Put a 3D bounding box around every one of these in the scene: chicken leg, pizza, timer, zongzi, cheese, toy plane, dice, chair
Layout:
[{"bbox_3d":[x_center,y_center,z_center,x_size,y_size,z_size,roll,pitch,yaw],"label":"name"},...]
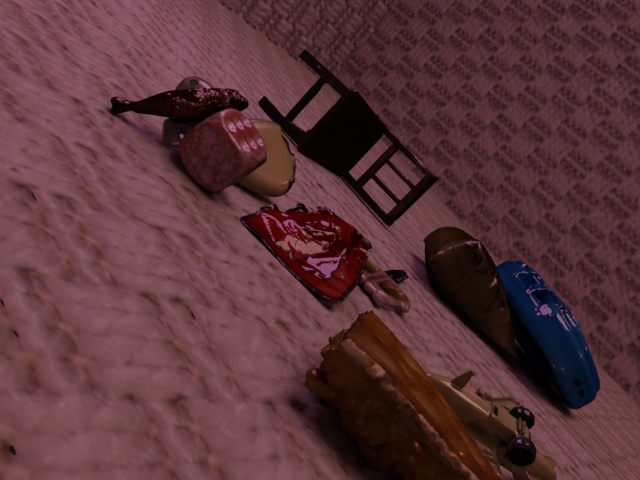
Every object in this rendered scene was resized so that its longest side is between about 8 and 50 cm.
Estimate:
[{"bbox_3d":[-0.191,-0.196,1.050,0.090,0.048,0.219,3,13,44],"label":"chicken leg"},{"bbox_3d":[0.106,0.201,0.793,0.268,0.087,0.258,46,10,8],"label":"pizza"},{"bbox_3d":[0.527,0.216,1.705,0.309,0.115,0.340,57,4,-37],"label":"timer"},{"bbox_3d":[0.357,0.115,1.707,0.300,0.145,0.274,58,7,-8],"label":"zongzi"},{"bbox_3d":[-0.142,-0.148,1.147,0.050,0.127,0.256,-5,-12,42],"label":"cheese"},{"bbox_3d":[0.229,0.255,0.968,0.244,0.092,0.229,45,28,-6],"label":"toy plane"},{"bbox_3d":[-0.139,-0.128,1.038,0.094,0.091,0.093,54,25,-3],"label":"dice"},{"bbox_3d":[0.066,-0.258,1.826,0.241,0.203,0.416,32,15,-52],"label":"chair"}]

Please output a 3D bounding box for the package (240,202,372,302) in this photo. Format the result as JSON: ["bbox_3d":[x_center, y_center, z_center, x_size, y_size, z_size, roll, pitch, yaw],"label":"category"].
[{"bbox_3d":[0.000,0.000,1.139,0.194,0.071,0.269,31,15,13],"label":"package"}]

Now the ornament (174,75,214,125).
[{"bbox_3d":[-0.189,-0.217,1.248,0.156,0.075,0.081,45,8,16],"label":"ornament"}]

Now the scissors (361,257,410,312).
[{"bbox_3d":[0.122,0.072,1.347,0.160,0.024,0.317,45,14,15],"label":"scissors"}]
